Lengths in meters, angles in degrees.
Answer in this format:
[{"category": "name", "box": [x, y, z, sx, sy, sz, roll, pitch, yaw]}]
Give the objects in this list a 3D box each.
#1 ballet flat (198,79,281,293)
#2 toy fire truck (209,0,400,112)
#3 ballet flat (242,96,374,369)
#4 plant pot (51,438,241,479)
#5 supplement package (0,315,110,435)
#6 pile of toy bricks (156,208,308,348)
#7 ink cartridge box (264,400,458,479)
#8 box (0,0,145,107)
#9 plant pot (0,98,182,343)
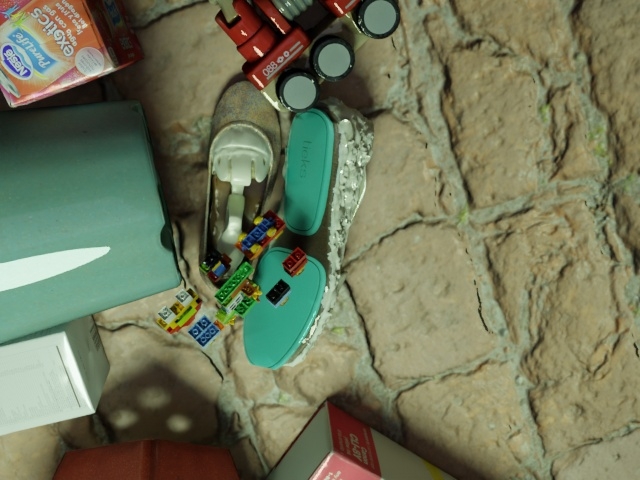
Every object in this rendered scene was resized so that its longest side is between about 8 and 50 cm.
[{"category": "ballet flat", "box": [-0.115, -0.066, 1.051, 0.108, 0.106, 0.315, 5, 105, -6]}, {"category": "toy fire truck", "box": [-0.052, -0.328, 0.978, 0.217, 0.158, 0.246, -42, 115, 7]}, {"category": "ballet flat", "box": [0.000, 0.000, 1.069, 0.147, 0.147, 0.408, 13, 105, -8]}, {"category": "plant pot", "box": [-0.252, 0.419, 1.059, 0.267, 0.267, 0.235, -16, 64, 29]}, {"category": "supplement package", "box": [-0.455, 0.189, 1.076, 0.244, 0.134, 0.139, -13, 110, -1]}, {"category": "pile of toy bricks", "box": [-0.108, 0.071, 1.008, 0.118, 0.105, 0.212, 41, 78, 16]}, {"category": "ink cartridge box", "box": [0.092, 0.489, 1.195, 0.385, 0.160, 0.279, 33, 100, -13]}, {"category": "box", "box": [-0.311, -0.253, 0.904, 0.128, 0.257, 0.122, -21, 108, 1]}, {"category": "plant pot", "box": [-0.367, -0.028, 0.943, 0.334, 0.341, 0.341, -13, 106, -9]}]
